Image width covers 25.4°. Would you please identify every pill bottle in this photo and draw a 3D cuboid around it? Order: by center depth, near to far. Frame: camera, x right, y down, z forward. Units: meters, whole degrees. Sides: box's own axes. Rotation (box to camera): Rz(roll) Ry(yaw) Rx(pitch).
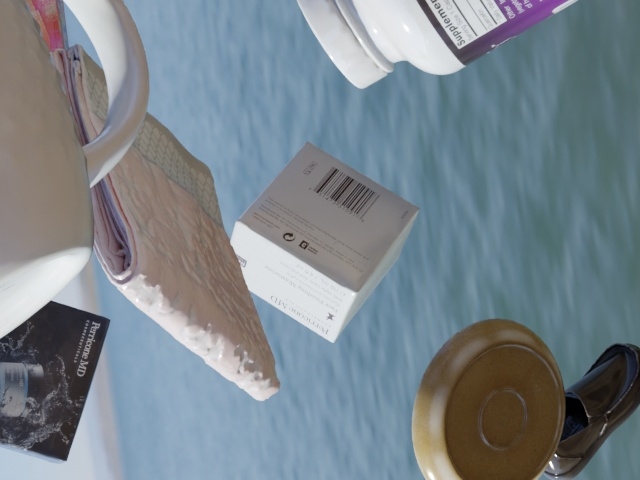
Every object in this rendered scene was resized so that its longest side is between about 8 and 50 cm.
[{"bbox_3d":[0.141,-0.262,1.200,0.181,0.323,0.181,53,-163,-24],"label":"pill bottle"}]

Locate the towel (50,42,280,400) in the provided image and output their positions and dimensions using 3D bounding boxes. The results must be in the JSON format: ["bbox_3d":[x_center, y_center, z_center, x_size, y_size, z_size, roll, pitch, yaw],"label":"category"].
[{"bbox_3d":[-0.161,-0.016,1.502,0.332,0.053,0.317,47,-161,-55],"label":"towel"}]

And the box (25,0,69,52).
[{"bbox_3d":[-0.372,-0.232,1.648,0.300,0.154,0.142,-174,77,-81],"label":"box"}]

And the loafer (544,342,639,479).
[{"bbox_3d":[0.365,0.222,1.909,0.080,0.220,0.078,21,157,43],"label":"loafer"}]

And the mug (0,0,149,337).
[{"bbox_3d":[-0.263,-0.098,0.864,0.328,0.374,0.276,55,135,5],"label":"mug"}]

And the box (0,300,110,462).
[{"bbox_3d":[-0.316,0.135,1.465,0.093,0.158,0.156,143,143,-73],"label":"box"}]

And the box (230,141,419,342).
[{"bbox_3d":[0.000,0.000,1.840,0.182,0.181,0.119,-52,-12,-38],"label":"box"}]

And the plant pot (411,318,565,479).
[{"bbox_3d":[0.215,0.213,1.723,0.032,0.236,0.236,7,107,57],"label":"plant pot"}]
